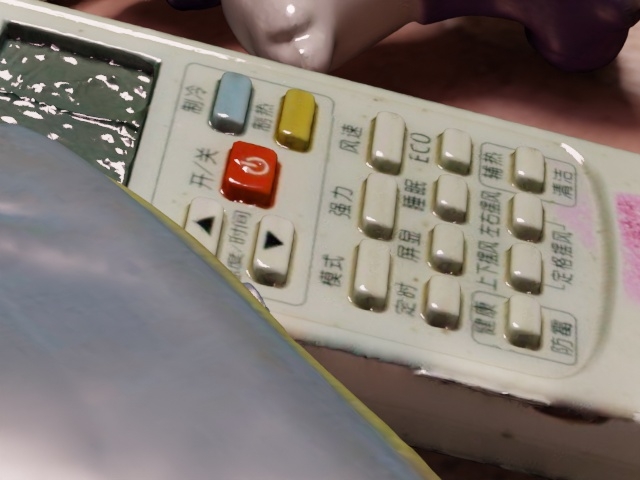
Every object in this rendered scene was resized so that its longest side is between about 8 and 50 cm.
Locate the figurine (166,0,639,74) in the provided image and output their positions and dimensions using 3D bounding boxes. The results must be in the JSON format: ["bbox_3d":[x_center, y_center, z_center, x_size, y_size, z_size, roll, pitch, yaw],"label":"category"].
[{"bbox_3d":[0.076,-0.122,0.790,0.421,0.154,0.193,13,46,24],"label":"figurine"}]

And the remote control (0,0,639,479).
[{"bbox_3d":[0.000,-0.001,0.667,0.344,0.050,0.145,13,41,-5],"label":"remote control"}]

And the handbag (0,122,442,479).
[{"bbox_3d":[-0.103,0.127,0.458,0.222,0.241,0.263,-15,36,-34],"label":"handbag"}]
